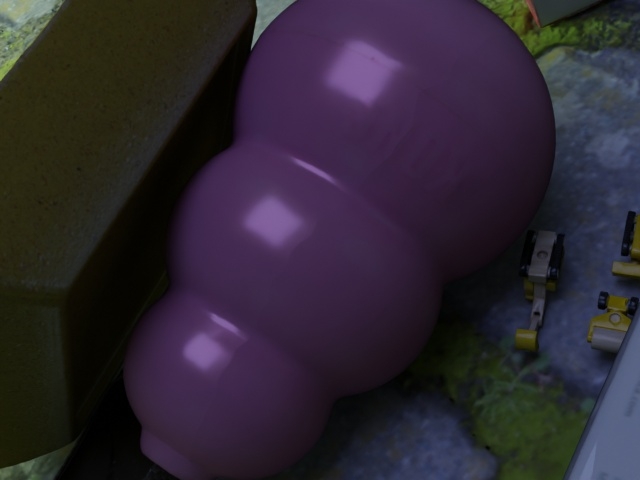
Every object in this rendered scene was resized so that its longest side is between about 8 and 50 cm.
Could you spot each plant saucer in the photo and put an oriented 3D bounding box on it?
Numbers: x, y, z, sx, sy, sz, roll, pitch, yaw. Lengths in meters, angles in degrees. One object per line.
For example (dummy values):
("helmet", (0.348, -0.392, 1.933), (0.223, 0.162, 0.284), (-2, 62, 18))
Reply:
("plant saucer", (-0.137, -0.019, 0.719), (0.081, 0.333, 0.332), (25, 60, 4))

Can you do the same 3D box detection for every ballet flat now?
("ballet flat", (-0.143, 0.155, 0.722), (0.084, 0.058, 0.249), (12, 61, 36))

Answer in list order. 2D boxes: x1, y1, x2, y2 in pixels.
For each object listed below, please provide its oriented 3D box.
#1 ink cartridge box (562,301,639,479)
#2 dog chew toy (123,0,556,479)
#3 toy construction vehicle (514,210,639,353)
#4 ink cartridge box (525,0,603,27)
("ink cartridge box", (0.316, 0.136, 0.503), (0.385, 0.091, 0.308), (22, 65, 20))
("dog chew toy", (0.000, 0.000, 0.685), (0.207, 0.206, 0.331), (25, 76, 40))
("toy construction vehicle", (0.167, 0.028, 0.684), (0.086, 0.035, 0.098), (6, 59, 18))
("ink cartridge box", (0.156, -0.297, 0.863), (0.092, 0.158, 0.217), (-24, 46, 13))
